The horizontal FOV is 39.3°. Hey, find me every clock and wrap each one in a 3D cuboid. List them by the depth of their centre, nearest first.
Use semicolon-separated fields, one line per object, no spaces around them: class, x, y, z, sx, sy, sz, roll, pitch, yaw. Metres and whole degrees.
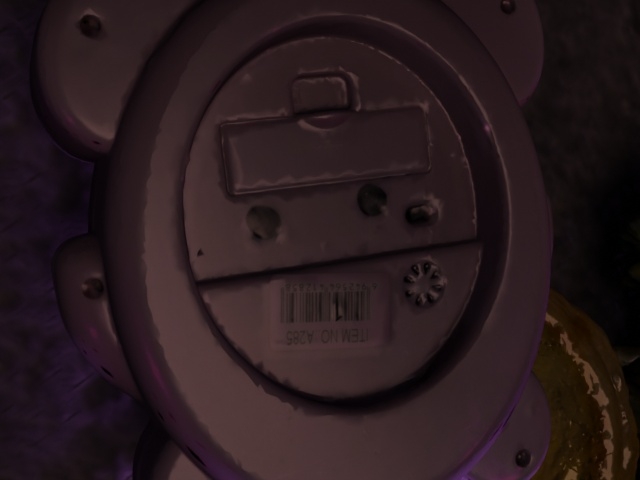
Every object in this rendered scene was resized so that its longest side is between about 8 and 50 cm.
clock;0.000;0.000;0.510;0.296;0.113;0.322;-9;93;-21

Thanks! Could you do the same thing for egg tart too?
egg tart;0.085;0.142;0.628;0.279;0.095;0.278;1;85;-10

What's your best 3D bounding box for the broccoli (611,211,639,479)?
broccoli;0.365;0.084;0.712;0.324;0.272;0.334;12;110;11
